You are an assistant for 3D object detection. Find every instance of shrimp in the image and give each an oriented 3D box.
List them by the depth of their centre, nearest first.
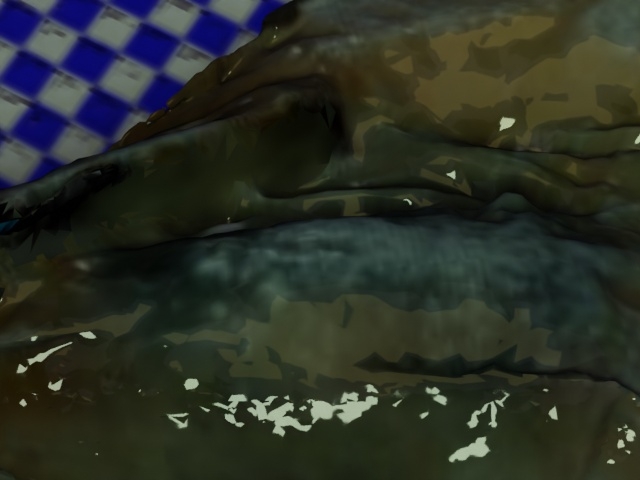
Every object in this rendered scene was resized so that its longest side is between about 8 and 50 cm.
[{"bbox_3d":[0.000,0.000,0.537,0.446,0.110,0.221,-6,58,-9],"label":"shrimp"}]
